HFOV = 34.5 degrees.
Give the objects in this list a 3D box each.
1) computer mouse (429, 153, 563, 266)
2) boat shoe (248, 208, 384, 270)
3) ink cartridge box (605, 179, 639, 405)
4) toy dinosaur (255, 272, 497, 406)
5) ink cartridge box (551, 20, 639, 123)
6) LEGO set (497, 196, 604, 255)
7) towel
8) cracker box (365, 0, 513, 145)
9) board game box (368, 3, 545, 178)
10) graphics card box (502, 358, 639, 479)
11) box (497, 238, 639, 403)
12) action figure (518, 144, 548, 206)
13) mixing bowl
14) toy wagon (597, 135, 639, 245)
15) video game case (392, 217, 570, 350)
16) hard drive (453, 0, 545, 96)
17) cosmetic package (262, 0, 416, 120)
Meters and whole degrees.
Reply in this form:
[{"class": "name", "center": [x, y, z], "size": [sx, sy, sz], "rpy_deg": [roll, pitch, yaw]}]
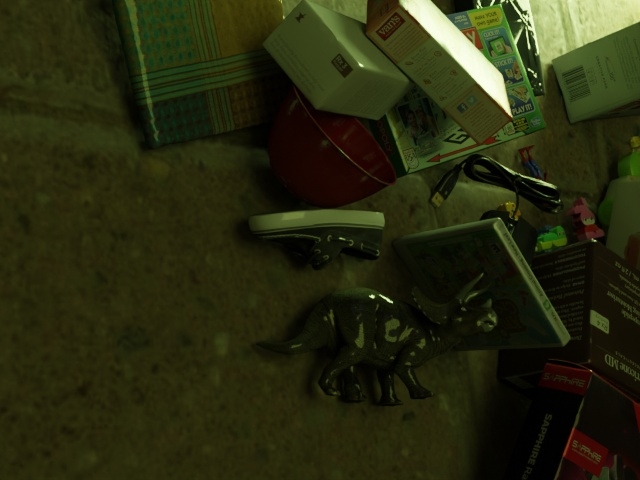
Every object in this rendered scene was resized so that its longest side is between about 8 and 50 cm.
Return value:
[{"class": "computer mouse", "center": [0.235, -0.009, 1.516], "size": [0.184, 0.060, 0.262], "rpy_deg": [29, 75, 6]}, {"class": "boat shoe", "center": [0.000, 0.000, 1.312], "size": [0.228, 0.080, 0.076], "rpy_deg": [0, 87, -52]}, {"class": "ink cartridge box", "center": [0.601, 0.115, 1.727], "size": [0.279, 0.160, 0.385], "rpy_deg": [18, 82, -39]}, {"class": "toy dinosaur", "center": [0.063, 0.123, 1.313], "size": [0.313, 0.121, 0.160], "rpy_deg": [5, 72, -14]}, {"class": "ink cartridge box", "center": [0.635, -0.327, 1.910], "size": [0.309, 0.271, 0.130], "rpy_deg": [-11, 84, -47]}, {"class": "LEGO set", "center": [0.340, -0.025, 1.650], "size": [0.227, 0.087, 0.093], "rpy_deg": [-10, 80, -40]}, {"class": "towel", "center": [-0.150, -0.313, 1.252], "size": [0.271, 0.040, 0.370], "rpy_deg": [-19, 102, -46]}, {"class": "cracker box", "center": [0.165, -0.258, 1.438], "size": [0.232, 0.067, 0.156], "rpy_deg": [40, 26, -20]}, {"class": "board game box", "center": [0.193, -0.231, 1.565], "size": [0.317, 0.046, 0.214], "rpy_deg": [-20, 91, -37]}, {"class": "graphics card box", "center": [0.346, 0.382, 1.426], "size": [0.232, 0.094, 0.371], "rpy_deg": [34, 74, -33]}, {"class": "box", "center": [0.394, 0.137, 1.581], "size": [0.168, 0.167, 0.203], "rpy_deg": [30, 56, -33]}, {"class": "action figure", "center": [0.369, -0.104, 1.745], "size": [0.038, 0.030, 0.115], "rpy_deg": [-19, 91, -51]}, {"class": "mixing bowl", "center": [0.000, -0.107, 1.305], "size": [0.181, 0.098, 0.181], "rpy_deg": [40, 20, -18]}, {"class": "toy wagon", "center": [0.608, -0.023, 1.925], "size": [0.267, 0.068, 0.345], "rpy_deg": [5, 72, -44]}, {"class": "video game case", "center": [0.213, 0.066, 1.396], "size": [0.023, 0.212, 0.193], "rpy_deg": [-41, 105, -31]}, {"class": "hard drive", "center": [0.297, -0.367, 1.746], "size": [0.172, 0.054, 0.255], "rpy_deg": [0, 77, -44]}, {"class": "cosmetic package", "center": [0.030, -0.229, 1.340], "size": [0.117, 0.085, 0.231], "rpy_deg": [52, 21, 14]}]
